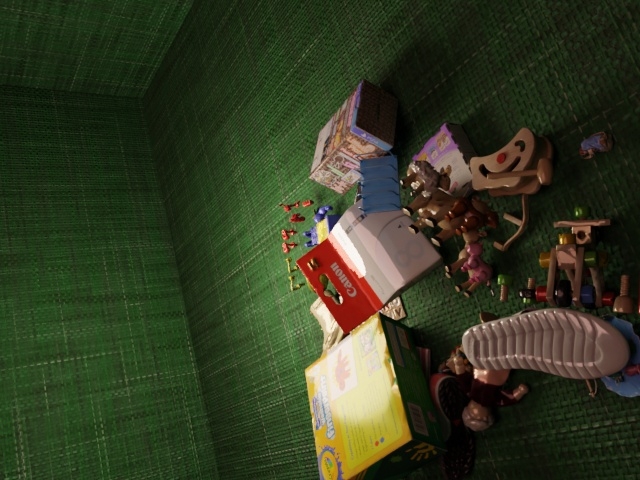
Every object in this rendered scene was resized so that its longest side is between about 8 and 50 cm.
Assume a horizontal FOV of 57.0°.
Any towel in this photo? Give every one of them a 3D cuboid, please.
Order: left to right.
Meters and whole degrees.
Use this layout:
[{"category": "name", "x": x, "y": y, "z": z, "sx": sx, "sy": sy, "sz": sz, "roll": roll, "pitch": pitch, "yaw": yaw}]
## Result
[{"category": "towel", "x": 0.289, "y": 0.409, "z": 1.927, "sx": 0.197, "sy": 0.029, "sz": 0.144, "roll": 1, "pitch": 92, "yaw": 53}]

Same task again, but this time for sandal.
[{"category": "sandal", "x": 0.534, "y": 0.235, "z": 1.433, "sx": 0.416, "sy": 0.102, "sz": 0.169, "roll": -8, "pitch": 100, "yaw": 47}]

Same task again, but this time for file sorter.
[{"category": "file sorter", "x": 0.169, "y": -0.175, "z": 1.774, "sx": 0.118, "sy": 0.104, "sz": 0.170, "roll": -5, "pitch": 85, "yaw": 18}]

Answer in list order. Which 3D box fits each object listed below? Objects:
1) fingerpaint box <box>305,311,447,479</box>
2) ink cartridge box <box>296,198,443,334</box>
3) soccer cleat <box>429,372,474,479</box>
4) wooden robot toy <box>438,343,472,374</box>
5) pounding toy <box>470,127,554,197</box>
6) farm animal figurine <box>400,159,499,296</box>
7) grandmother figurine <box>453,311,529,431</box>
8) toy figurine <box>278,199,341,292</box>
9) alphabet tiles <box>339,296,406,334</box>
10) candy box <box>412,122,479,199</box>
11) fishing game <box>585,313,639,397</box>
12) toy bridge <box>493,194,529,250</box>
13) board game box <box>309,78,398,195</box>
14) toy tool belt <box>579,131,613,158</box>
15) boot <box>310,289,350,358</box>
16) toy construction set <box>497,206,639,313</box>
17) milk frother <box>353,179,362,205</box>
[{"category": "fingerpaint box", "x": 0.150, "y": 0.514, "z": 1.821, "sx": 0.371, "sy": 0.163, "sz": 0.445, "roll": -43, "pitch": 36, "yaw": 26}, {"category": "ink cartridge box", "x": 0.137, "y": 0.057, "z": 1.840, "sx": 0.385, "sy": 0.091, "sz": 0.308, "roll": -37, "pitch": 68, "yaw": 5}, {"category": "soccer cleat", "x": 0.382, "y": 0.554, "z": 1.763, "sx": 0.116, "sy": 0.109, "sz": 0.318, "roll": 179, "pitch": 84, "yaw": -78}, {"category": "wooden robot toy", "x": 0.420, "y": 0.357, "z": 1.728, "sx": 0.079, "sy": 0.076, "sz": 0.173, "roll": 38, "pitch": 131, "yaw": 3}, {"category": "pounding toy", "x": 0.475, "y": -0.206, "z": 1.489, "sx": 0.269, "sy": 0.155, "sz": 0.154, "roll": -1, "pitch": 75, "yaw": 60}, {"category": "farm animal figurine", "x": 0.376, "y": -0.044, "z": 1.595, "sx": 0.327, "sy": 0.172, "sz": 0.330, "roll": 42, "pitch": 159, "yaw": 35}, {"category": "grandmother figurine", "x": 0.467, "y": 0.379, "z": 1.621, "sx": 0.208, "sy": 0.104, "sz": 0.342, "roll": 25, "pitch": 115, "yaw": 35}, {"category": "toy figurine", "x": 0.000, "y": 0.000, "z": 2.160, "sx": 0.217, "sy": 0.191, "sz": 0.362, "roll": -20, "pitch": 72, "yaw": 46}, {"category": "alphabet tiles", "x": 0.180, "y": 0.245, "z": 2.022, "sx": 0.237, "sy": 0.009, "sz": 0.198, "roll": -30, "pitch": 68, "yaw": 34}, {"category": "candy box", "x": 0.376, "y": -0.213, "z": 1.716, "sx": 0.165, "sy": 0.070, "sz": 0.196, "roll": -47, "pitch": 55, "yaw": 45}, {"category": "fishing game", "x": 0.667, "y": 0.262, "z": 1.333, "sx": 0.264, "sy": 0.041, "sz": 0.189, "roll": 134, "pitch": 123, "yaw": -65}, {"category": "toy bridge", "x": 0.519, "y": -0.057, "z": 1.568, "sx": 0.063, "sy": 0.026, "sz": 0.188, "roll": 38, "pitch": 123, "yaw": 45}, {"category": "board game box", "x": 0.108, "y": -0.334, "z": 1.938, "sx": 0.291, "sy": 0.141, "sz": 0.232, "roll": -43, "pitch": 28, "yaw": 48}, {"category": "toy tool belt", "x": 0.633, "y": -0.221, "z": 1.376, "sx": 0.083, "sy": 0.051, "sz": 0.052, "roll": -24, "pitch": 73, "yaw": 53}, {"category": "boot", "x": 0.028, "y": 0.338, "z": 2.215, "sx": 0.203, "sy": 0.095, "sz": 0.262, "roll": 44, "pitch": 120, "yaw": 41}, {"category": "toy construction set", "x": 0.593, "y": 0.033, "z": 1.288, "sx": 0.309, "sy": 0.257, "sz": 0.237, "roll": -1, "pitch": 82, "yaw": 64}, {"category": "milk frother", "x": 0.189, "y": -0.149, "z": 1.976, "sx": 0.143, "sy": 0.129, "sz": 0.134, "roll": 16, "pitch": 112, "yaw": 7}]
